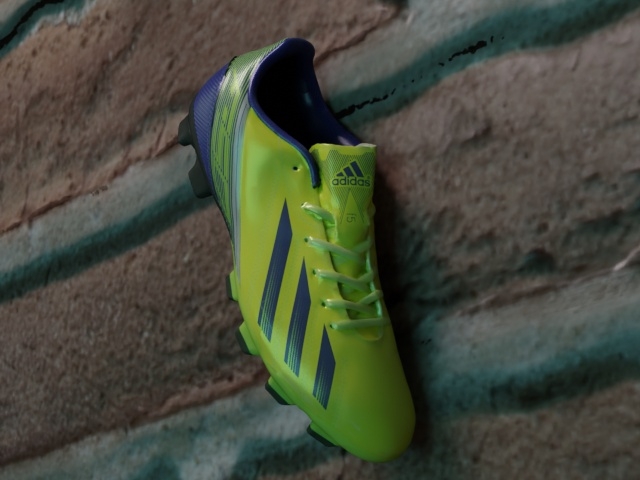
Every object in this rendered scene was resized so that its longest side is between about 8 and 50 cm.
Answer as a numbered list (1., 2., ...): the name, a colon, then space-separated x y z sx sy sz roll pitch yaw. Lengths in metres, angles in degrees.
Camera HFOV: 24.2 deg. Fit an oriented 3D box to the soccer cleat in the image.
1. soccer cleat: -0.001 -0.001 0.949 0.121 0.093 0.289 -36 65 29
